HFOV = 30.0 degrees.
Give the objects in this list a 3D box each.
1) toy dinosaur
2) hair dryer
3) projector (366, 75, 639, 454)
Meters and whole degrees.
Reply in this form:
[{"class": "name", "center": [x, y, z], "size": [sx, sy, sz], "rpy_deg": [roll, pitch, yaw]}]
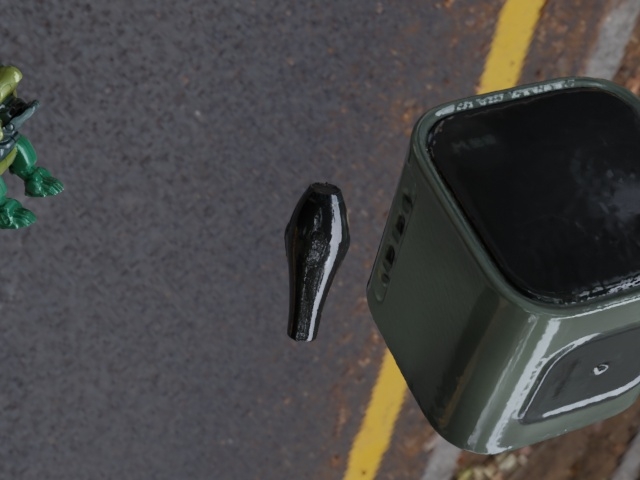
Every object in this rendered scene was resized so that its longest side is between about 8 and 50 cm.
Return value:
[{"class": "toy dinosaur", "center": [-0.348, -0.080, 1.096], "size": [0.153, 0.259, 0.094], "rpy_deg": [65, 32, -25]}, {"class": "hair dryer", "center": [0.000, 0.000, 0.594], "size": [0.083, 0.031, 0.079], "rpy_deg": [-71, 172, -65]}, {"class": "projector", "center": [0.068, 0.008, 0.380], "size": [0.083, 0.083, 0.082], "rpy_deg": [-14, 146, -20]}]
